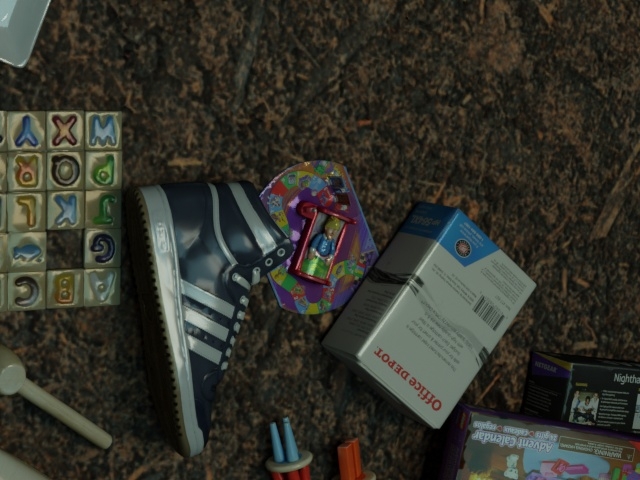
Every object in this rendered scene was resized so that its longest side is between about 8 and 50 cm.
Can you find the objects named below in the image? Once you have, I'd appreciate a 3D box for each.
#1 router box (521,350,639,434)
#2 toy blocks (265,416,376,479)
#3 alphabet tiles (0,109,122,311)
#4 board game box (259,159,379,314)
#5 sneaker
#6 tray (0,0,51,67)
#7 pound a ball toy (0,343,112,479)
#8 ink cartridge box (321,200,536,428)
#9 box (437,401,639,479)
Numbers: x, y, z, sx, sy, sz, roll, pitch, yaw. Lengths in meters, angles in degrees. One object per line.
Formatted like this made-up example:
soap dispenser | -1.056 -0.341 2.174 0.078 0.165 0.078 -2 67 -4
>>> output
router box | 0.379 0.270 1.899 0.309 0.081 0.243 9 94 -30
toy blocks | 0.002 0.255 1.704 0.123 0.054 0.148 -17 105 -25
alphabet tiles | -0.305 -0.028 1.518 0.237 0.009 0.198 -3 99 -29
board game box | 0.000 0.000 1.677 0.133 0.033 0.168 -29 110 -23
sneaker | -0.102 0.074 1.591 0.153 0.099 0.282 -11 100 -23
tray | -0.298 -0.312 1.467 0.145 0.030 0.270 22 87 -29
pound a ball toy | -0.249 0.268 1.521 0.319 0.136 0.208 39 78 -28
ink cartridge box | 0.119 0.082 1.724 0.148 0.086 0.203 43 77 -29
box | 0.271 0.307 1.767 0.293 0.057 0.201 11 94 -16
